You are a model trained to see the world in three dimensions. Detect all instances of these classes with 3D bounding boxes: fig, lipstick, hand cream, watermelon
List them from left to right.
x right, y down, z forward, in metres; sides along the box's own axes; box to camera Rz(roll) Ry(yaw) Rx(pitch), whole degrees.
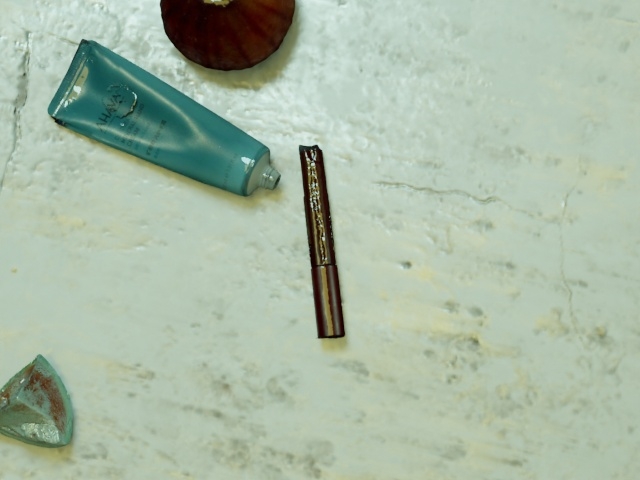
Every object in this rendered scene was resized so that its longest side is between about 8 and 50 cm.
[{"bbox_3d":[-0.256,0.150,1.651,0.085,0.061,0.085,-2,78,11],"label":"watermelon"},{"bbox_3d":[-0.136,-0.102,1.678,0.224,0.048,0.083,26,90,11],"label":"hand cream"},{"bbox_3d":[-0.085,-0.205,1.640,0.128,0.150,0.128,5,124,7],"label":"fig"},{"bbox_3d":[0.001,0.000,1.665,0.027,0.027,0.176,-7,83,4],"label":"lipstick"}]
